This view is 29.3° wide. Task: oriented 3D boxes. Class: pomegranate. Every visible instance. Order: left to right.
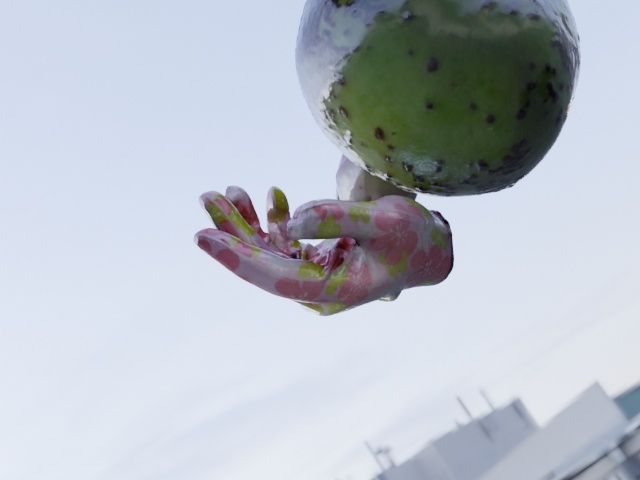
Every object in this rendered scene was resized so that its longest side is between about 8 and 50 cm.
[{"bbox_3d":[0.094,-0.142,1.200,0.285,0.285,0.341,-18,-32,-40],"label":"pomegranate"}]

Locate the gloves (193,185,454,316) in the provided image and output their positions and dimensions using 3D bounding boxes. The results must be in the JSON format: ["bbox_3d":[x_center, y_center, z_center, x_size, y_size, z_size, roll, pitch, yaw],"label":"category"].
[{"bbox_3d":[0.000,0.012,1.093,0.241,0.145,0.126,-8,-75,-29],"label":"gloves"}]
